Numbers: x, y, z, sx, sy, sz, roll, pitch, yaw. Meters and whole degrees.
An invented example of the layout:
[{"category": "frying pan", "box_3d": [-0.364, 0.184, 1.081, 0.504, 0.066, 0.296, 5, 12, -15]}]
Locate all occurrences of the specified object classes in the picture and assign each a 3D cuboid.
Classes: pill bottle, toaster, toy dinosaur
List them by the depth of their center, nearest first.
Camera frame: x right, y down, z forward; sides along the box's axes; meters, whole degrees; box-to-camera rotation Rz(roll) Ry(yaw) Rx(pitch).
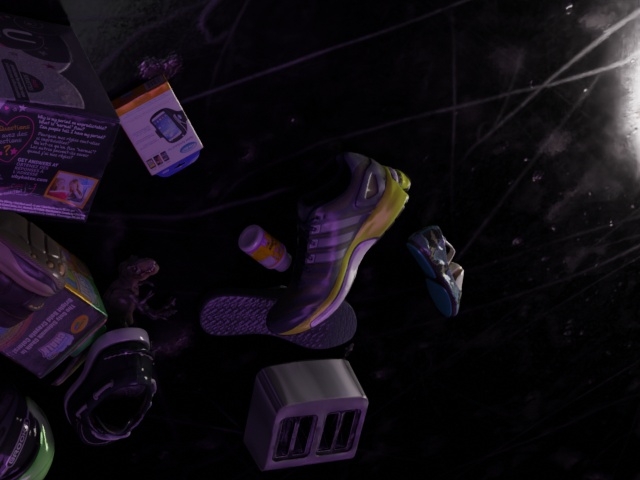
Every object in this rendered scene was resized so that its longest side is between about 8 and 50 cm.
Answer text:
[{"category": "toy dinosaur", "box_3d": [-0.280, 0.120, 1.814, 0.118, 0.064, 0.268, 18, 120, -31]}, {"category": "pill bottle", "box_3d": [-0.079, 0.014, 1.836, 0.043, 0.043, 0.083, -44, 132, 10]}, {"category": "toaster", "box_3d": [-0.022, 0.275, 2.017, 0.168, 0.110, 0.186, -4, 126, -24]}]

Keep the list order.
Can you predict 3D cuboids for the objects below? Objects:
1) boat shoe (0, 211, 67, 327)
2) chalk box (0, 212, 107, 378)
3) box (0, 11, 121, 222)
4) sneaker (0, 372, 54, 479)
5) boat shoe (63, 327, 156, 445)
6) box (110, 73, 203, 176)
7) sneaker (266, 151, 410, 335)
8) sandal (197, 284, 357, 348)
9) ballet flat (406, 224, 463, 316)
[{"category": "boat shoe", "box_3d": [-0.473, -0.020, 1.487, 0.355, 0.132, 0.130, 38, 102, -6]}, {"category": "chalk box", "box_3d": [-0.382, 0.080, 1.684, 0.132, 0.132, 0.213, -41, 132, 6]}, {"category": "box", "box_3d": [-0.351, -0.153, 1.442, 0.163, 0.247, 0.142, 8, 119, -31]}, {"category": "sneaker", "box_3d": [-0.620, 0.313, 1.742, 0.482, 0.185, 0.202, -22, 118, -18]}, {"category": "boat shoe", "box_3d": [-0.304, 0.238, 1.811, 0.114, 0.091, 0.302, -5, 148, -18]}, {"category": "box", "box_3d": [-0.213, -0.147, 1.662, 0.081, 0.028, 0.136, -29, 134, -3]}, {"category": "sneaker", "box_3d": [0.000, 0.000, 1.815, 0.121, 0.111, 0.300, 34, 87, -27]}, {"category": "sandal", "box_3d": [-0.063, 0.104, 1.916, 0.254, 0.054, 0.097, 9, 113, -20]}, {"category": "ballet flat", "box_3d": [0.194, 0.046, 1.983, 0.070, 0.070, 0.188, -30, 135, -2]}]
